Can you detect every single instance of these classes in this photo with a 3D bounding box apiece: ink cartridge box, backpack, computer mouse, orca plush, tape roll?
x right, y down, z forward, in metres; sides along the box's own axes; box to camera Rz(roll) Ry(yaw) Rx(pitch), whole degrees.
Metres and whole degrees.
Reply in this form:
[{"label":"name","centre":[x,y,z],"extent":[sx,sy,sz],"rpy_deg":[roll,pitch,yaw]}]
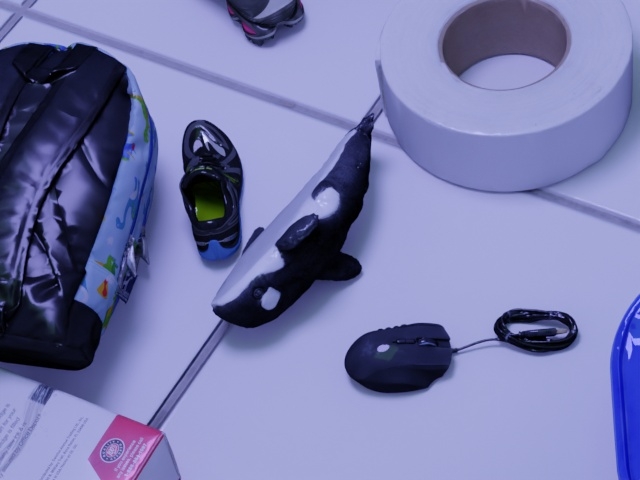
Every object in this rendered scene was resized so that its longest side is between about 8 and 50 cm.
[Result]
[{"label":"ink cartridge box","centre":[-0.286,0.240,1.708],"extent":[0.237,0.100,0.172],"rpy_deg":[18,58,21]},{"label":"backpack","centre":[-0.311,-0.044,1.858],"extent":[0.290,0.273,0.355],"rpy_deg":[6,76,18]},{"label":"computer mouse","centre":[0.143,0.104,1.774],"extent":[0.242,0.041,0.071],"rpy_deg":[-12,51,0]},{"label":"orca plush","centre":[0.000,0.000,1.874],"extent":[0.151,0.102,0.287],"rpy_deg":[-30,21,47]},{"label":"tape roll","centre":[0.209,-0.193,1.952],"extent":[0.286,0.100,0.286],"rpy_deg":[-5,53,6]}]

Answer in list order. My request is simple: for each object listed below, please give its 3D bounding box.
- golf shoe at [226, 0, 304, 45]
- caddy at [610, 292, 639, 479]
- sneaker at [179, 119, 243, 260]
[{"label":"golf shoe","centre":[-0.123,-0.356,2.127],"extent":[0.105,0.120,0.273],"rpy_deg":[-40,55,-17]},{"label":"caddy","centre":[0.403,0.177,1.590],"extent":[0.241,0.179,0.341],"rpy_deg":[-18,48,27]},{"label":"sneaker","centre":[-0.121,-0.066,1.928],"extent":[0.067,0.078,0.188],"rpy_deg":[-10,51,2]}]
